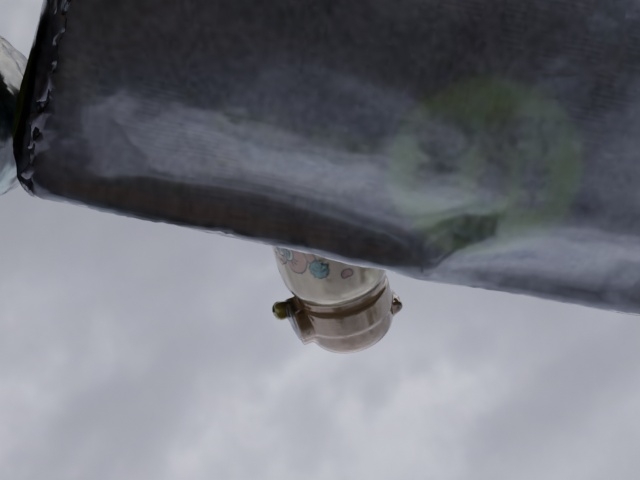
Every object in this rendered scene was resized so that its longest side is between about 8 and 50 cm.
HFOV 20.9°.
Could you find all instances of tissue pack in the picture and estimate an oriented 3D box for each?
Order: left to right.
[{"bbox_3d":[0.063,-0.182,0.638,0.288,0.394,0.124,12,-156,-10],"label":"tissue pack"}]

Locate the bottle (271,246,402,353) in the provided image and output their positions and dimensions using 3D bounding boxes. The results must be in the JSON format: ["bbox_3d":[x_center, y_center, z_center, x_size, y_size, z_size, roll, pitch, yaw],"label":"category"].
[{"bbox_3d":[0.000,0.000,1.457,0.110,0.209,0.097,-19,-150,-8],"label":"bottle"}]

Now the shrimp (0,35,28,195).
[{"bbox_3d":[-0.231,-0.018,0.631,0.137,0.172,0.372,38,-154,20],"label":"shrimp"}]
